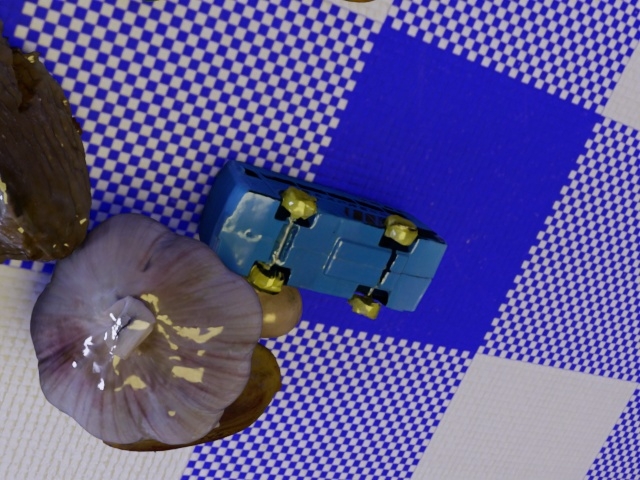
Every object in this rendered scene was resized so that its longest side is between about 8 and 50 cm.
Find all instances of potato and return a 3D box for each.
[{"bbox_3d":[-0.091,0.101,1.513,0.147,0.112,0.112,18,107,-28],"label":"potato"}]

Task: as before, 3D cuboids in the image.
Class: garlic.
[{"bbox_3d":[-0.237,0.125,1.295,0.241,0.322,0.322,-19,130,-58],"label":"garlic"}]

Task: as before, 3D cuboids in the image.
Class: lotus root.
[{"bbox_3d":[-0.204,0.219,1.485,0.291,0.193,0.193,-7,120,-19],"label":"lotus root"}]

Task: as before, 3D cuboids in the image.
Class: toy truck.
[{"bbox_3d":[0.000,0.000,1.470,0.385,0.162,0.161,13,109,-32],"label":"toy truck"}]

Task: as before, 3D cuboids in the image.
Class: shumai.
[{"bbox_3d":[-0.460,-0.097,1.198,0.283,0.217,0.346,-23,117,24],"label":"shumai"}]

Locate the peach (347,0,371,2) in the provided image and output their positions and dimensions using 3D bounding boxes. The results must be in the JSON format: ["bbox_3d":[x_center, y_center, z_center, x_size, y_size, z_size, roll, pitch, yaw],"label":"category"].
[{"bbox_3d":[0.051,-0.386,1.305,0.138,0.138,0.138,-13,122,-22],"label":"peach"}]
